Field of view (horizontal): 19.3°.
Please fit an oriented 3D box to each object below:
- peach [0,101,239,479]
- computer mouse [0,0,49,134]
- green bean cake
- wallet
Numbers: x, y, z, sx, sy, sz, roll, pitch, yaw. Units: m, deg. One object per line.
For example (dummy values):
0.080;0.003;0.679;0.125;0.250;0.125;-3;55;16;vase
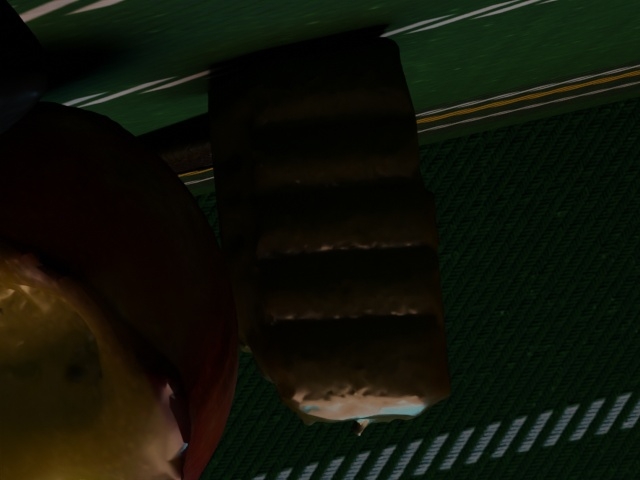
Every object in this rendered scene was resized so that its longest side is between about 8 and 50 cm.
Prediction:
-0.174;0.065;0.958;0.281;0.281;0.338;-13;-172;-24;peach
-0.188;-0.036;0.678;0.122;0.073;0.217;-16;-178;-37;computer mouse
0.000;0.000;1.166;0.124;0.233;0.236;-7;179;-4;green bean cake
-0.073;-0.078;1.496;0.132;0.039;0.243;-14;-179;-39;wallet
